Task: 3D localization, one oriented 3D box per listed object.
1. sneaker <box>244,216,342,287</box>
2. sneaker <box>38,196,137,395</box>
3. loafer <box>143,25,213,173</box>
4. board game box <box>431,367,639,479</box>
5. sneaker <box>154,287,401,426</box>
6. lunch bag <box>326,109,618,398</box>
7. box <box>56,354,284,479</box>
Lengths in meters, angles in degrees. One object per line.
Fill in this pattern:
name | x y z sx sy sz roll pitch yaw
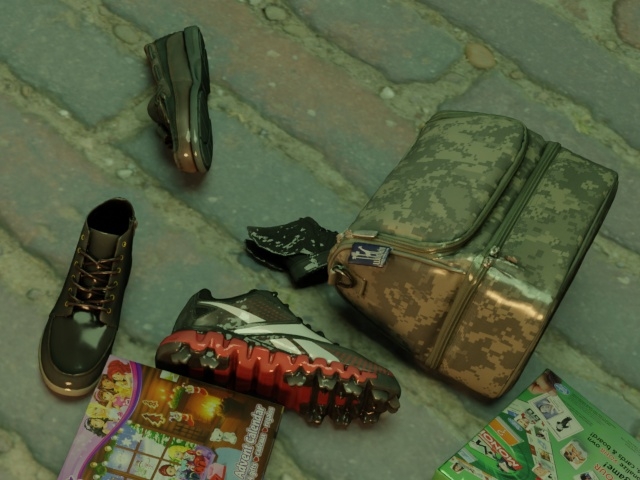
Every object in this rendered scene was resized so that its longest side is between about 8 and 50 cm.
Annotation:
sneaker | 0.000 0.002 1.786 0.170 0.051 0.089 -19 60 -24
sneaker | -0.259 0.058 1.624 0.083 0.118 0.222 12 47 -4
loafer | -0.186 -0.175 1.884 0.084 0.096 0.267 -9 42 4
board game box | 0.305 0.304 1.600 0.317 0.046 0.213 40 52 20
sneaker | -0.040 0.122 1.636 0.276 0.098 0.135 13 50 -1
lunch bag | 0.175 0.000 1.724 0.256 0.212 0.305 28 49 10
box | -0.169 0.269 1.501 0.201 0.057 0.293 16 47 1
